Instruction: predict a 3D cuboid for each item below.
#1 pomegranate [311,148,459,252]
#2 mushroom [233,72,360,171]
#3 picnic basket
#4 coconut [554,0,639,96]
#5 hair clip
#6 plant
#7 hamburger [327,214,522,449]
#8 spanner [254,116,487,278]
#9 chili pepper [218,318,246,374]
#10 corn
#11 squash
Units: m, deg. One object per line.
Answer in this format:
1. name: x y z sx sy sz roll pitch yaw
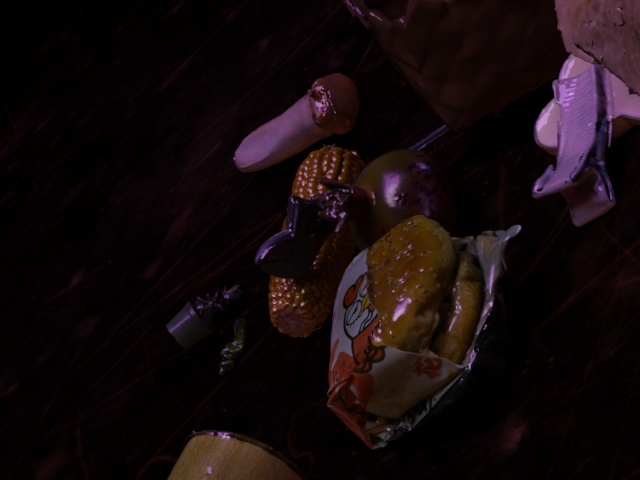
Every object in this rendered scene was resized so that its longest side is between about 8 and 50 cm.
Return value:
1. pomegranate: 0.077 -0.039 1.666 0.129 0.159 0.129 -12 68 30
2. mushroom: -0.032 -0.147 2.129 0.209 0.071 0.084 -30 61 40
3. picnic basket: 0.159 -0.320 1.735 0.291 0.321 0.254 -32 22 2
4. coconut: 0.355 -0.252 1.341 0.352 0.352 0.353 -37 26 21
5. hair clip: 0.270 -0.116 1.566 0.159 0.071 0.218 -25 37 35
6. plant: -0.139 0.088 1.961 0.102 0.051 0.051 -40 24 1
7. hamburger: 0.096 0.061 1.506 0.235 0.125 0.214 -47 30 38
8. spanner: 0.060 -0.058 1.748 0.325 0.093 0.026 -33 40 -20
9. chili pepper: -0.101 0.124 1.876 0.027 0.022 0.083 2 44 17
10. corn: -0.002 -0.003 1.824 0.091 0.091 0.260 -19 41 32
11. squash: -0.114 0.311 1.479 0.132 0.132 0.247 -18 39 48
